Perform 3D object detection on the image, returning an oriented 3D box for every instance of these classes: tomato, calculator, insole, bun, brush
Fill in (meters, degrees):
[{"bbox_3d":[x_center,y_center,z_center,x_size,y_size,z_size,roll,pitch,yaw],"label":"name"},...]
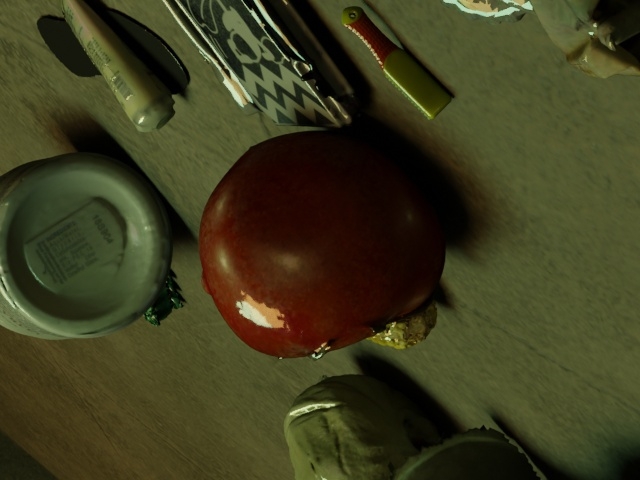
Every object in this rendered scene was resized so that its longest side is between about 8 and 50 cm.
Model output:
[{"bbox_3d":[0.000,0.000,1.142,0.167,0.167,0.167,40,161,17],"label":"tomato"},{"bbox_3d":[-0.082,-0.182,1.120,0.274,0.028,0.166,54,164,-17],"label":"calculator"},{"bbox_3d":[-0.177,-0.158,1.415,0.253,0.005,0.086,15,143,57],"label":"insole"},{"bbox_3d":[0.052,0.191,1.477,0.113,0.166,0.173,-31,116,28],"label":"bun"},{"bbox_3d":[0.042,-0.106,1.017,0.083,0.019,0.021,45,172,-3],"label":"brush"}]

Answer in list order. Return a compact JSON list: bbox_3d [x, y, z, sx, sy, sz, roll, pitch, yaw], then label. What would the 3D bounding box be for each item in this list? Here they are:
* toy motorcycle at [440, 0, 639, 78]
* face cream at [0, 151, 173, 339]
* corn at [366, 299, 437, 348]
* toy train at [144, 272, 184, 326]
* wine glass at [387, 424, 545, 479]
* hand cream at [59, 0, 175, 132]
[{"bbox_3d":[0.119,-0.143,0.674,0.130,0.094,0.229,40,149,2],"label":"toy motorcycle"},{"bbox_3d":[-0.245,0.007,1.640,0.177,0.177,0.153,50,161,-13],"label":"face cream"},{"bbox_3d":[0.001,0.016,1.296,0.203,0.072,0.072,34,158,32],"label":"corn"},{"bbox_3d":[-0.184,0.047,1.814,0.064,0.044,0.103,41,159,25],"label":"toy train"},{"bbox_3d":[0.183,0.247,1.212,0.190,0.190,0.357,53,166,-20],"label":"wine glass"},{"bbox_3d":[-0.166,-0.147,1.363,0.143,0.039,0.061,52,169,11],"label":"hand cream"}]
